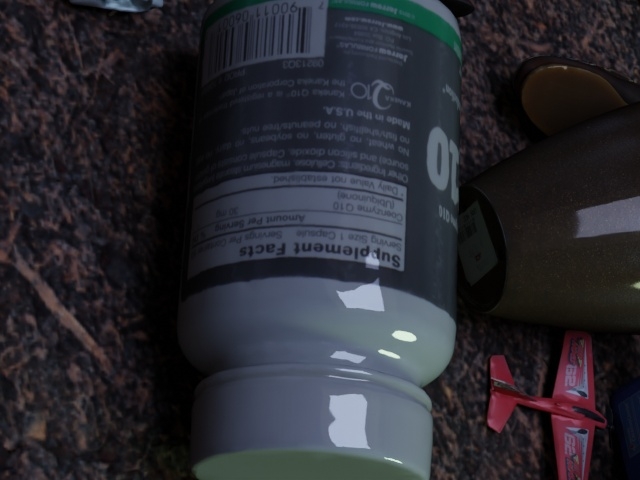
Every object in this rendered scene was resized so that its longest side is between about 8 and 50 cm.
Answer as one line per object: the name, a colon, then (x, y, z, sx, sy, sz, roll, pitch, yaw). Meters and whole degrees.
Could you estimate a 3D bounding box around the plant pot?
plant pot: (0.227, -0.010, 1.582, 0.230, 0.215, 0.215, -9, 80, -24)

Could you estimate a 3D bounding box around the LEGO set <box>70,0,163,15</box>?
LEGO set: (-0.139, -0.319, 1.447, 0.132, 0.107, 0.287, -1, 76, -38)

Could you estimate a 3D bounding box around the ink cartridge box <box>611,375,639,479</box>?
ink cartridge box: (0.417, 0.241, 1.628, 0.395, 0.151, 0.270, 12, 54, -32)

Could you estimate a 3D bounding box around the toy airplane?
toy airplane: (0.194, 0.143, 1.597, 0.151, 0.028, 0.151, 14, 65, -33)

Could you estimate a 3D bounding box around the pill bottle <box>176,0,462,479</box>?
pill bottle: (0.000, 0.000, 1.384, 0.204, 0.204, 0.361, 17, 66, -33)

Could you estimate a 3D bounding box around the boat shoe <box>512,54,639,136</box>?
boat shoe: (0.250, -0.122, 1.712, 0.207, 0.073, 0.073, 21, 25, -34)

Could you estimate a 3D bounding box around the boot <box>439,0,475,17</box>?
boot: (0.090, -0.259, 1.653, 0.106, 0.037, 0.114, 15, 61, -35)
